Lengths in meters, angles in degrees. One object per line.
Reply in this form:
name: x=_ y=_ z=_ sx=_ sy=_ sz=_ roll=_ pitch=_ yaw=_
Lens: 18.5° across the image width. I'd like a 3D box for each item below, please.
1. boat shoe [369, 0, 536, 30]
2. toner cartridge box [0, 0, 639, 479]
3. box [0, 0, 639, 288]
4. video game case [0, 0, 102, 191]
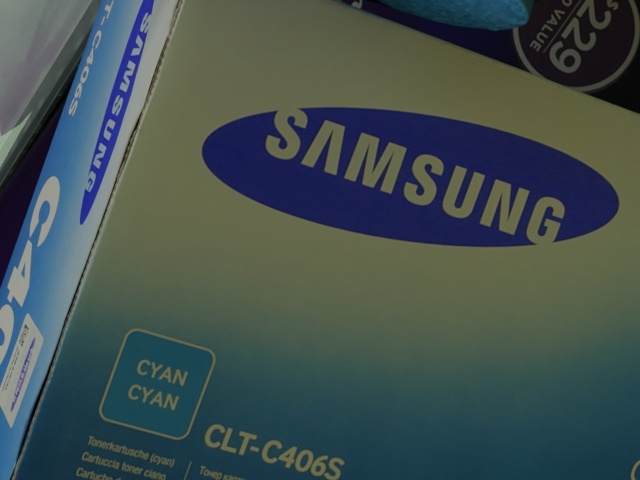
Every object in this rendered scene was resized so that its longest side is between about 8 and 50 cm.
boat shoe: x=-0.043 y=-0.141 z=0.445 sx=0.258 sy=0.089 sz=0.109 roll=34 pitch=171 yaw=17
toner cartridge box: x=0.088 y=0.053 z=0.532 sx=0.348 sy=0.165 sz=0.075 roll=17 pitch=-174 yaw=-21
box: x=0.000 y=0.000 z=0.628 sx=0.184 sy=0.261 sz=0.103 roll=34 pitch=180 yaw=-7
video game case: x=-0.153 y=-0.119 z=0.633 sx=0.196 sy=0.274 sz=0.026 roll=35 pitch=-147 yaw=-4
